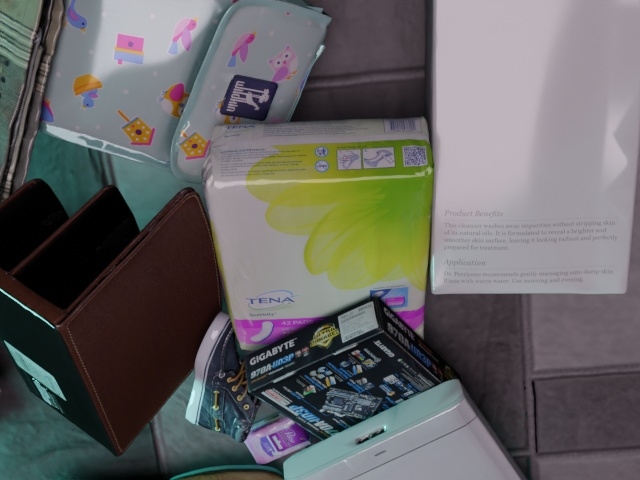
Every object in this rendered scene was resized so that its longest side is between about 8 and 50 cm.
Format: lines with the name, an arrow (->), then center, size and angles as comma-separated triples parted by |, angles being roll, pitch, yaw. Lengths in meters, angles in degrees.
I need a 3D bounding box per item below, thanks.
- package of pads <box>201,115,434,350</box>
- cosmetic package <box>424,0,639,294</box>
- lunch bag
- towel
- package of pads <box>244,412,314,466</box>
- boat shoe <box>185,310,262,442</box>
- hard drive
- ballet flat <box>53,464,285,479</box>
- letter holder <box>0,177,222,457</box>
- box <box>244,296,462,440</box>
package of pads -> 0.000, 0.000, 0.974 | 0.229, 0.101, 0.296 | -2, 138, 1
cosmetic package -> 0.216, -0.144, 0.951 | 0.217, 0.156, 0.385 | 1, 107, 3
lunch bag -> -0.143, -0.188, 0.955 | 0.262, 0.160, 0.223 | 21, 110, -10
towel -> -0.406, -0.169, 0.965 | 0.324, 0.056, 0.312 | 30, 109, 28
package of pads -> -0.055, 0.252, 1.158 | 0.083, 0.032, 0.050 | -25, 108, 11
boat shoe -> -0.107, 0.167, 1.099 | 0.083, 0.065, 0.183 | 22, 128, 9
hard drive -> 0.145, 0.339, 1.113 | 0.233, 0.047, 0.353 | -28, 122, 12
ballet flat -> -0.210, 0.365, 1.149 | 0.342, 0.124, 0.116 | -3, 133, 4
letter holder -> -0.233, 0.060, 0.995 | 0.152, 0.214, 0.302 | 30, 150, 20
box -> 0.047, 0.166, 1.046 | 0.175, 0.051, 0.220 | -27, 137, 20
